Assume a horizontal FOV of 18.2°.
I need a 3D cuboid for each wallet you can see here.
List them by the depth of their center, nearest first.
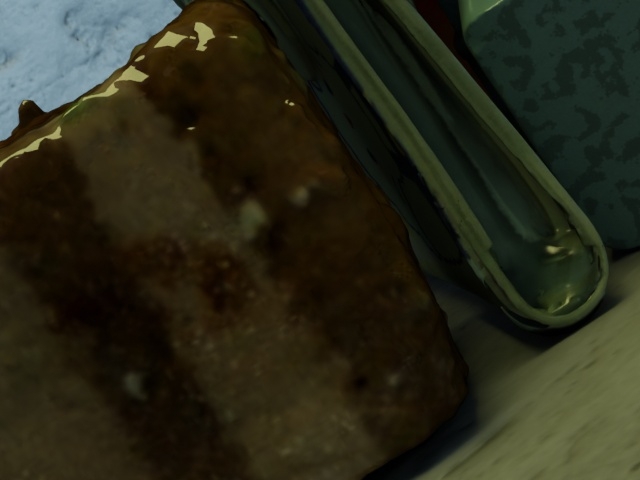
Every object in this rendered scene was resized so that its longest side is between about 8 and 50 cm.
[{"bbox_3d":[0.021,-0.068,0.932,0.077,0.223,0.309,-34,8,-5],"label":"wallet"}]

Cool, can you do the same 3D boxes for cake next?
[{"bbox_3d":[-0.106,0.045,0.821,0.293,0.196,0.199,-31,11,2],"label":"cake"}]

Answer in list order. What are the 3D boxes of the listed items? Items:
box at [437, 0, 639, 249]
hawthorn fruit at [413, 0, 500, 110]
[{"bbox_3d":[0.171,-0.108,0.865,0.227,0.162,0.130,-30,20,17],"label":"box"},{"bbox_3d":[0.081,-0.140,1.229,0.169,0.188,0.169,-27,4,2],"label":"hawthorn fruit"}]
